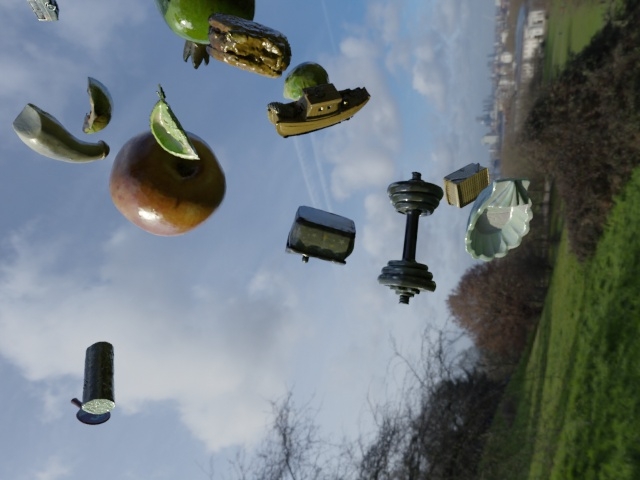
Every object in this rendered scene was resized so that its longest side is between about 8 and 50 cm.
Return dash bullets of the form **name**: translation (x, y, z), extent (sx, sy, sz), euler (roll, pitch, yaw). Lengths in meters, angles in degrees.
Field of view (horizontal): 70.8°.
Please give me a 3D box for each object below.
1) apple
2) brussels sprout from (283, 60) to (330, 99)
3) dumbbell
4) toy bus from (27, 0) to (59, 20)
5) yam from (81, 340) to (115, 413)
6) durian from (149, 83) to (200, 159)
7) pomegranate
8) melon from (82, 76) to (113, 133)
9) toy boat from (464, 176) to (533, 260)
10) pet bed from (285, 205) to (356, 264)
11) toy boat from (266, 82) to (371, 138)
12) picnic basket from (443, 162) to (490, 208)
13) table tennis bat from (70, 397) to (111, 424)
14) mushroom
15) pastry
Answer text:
- **apple**: translation (-0.525, -0.212, 1.609), extent (0.400, 0.333, 0.400), euler (29, -127, -46)
- **brussels sprout**: translation (-0.043, -0.506, 1.437), extent (0.151, 0.149, 0.122), euler (-93, 7, -76)
- **dumbbell**: translation (0.273, -0.009, 1.366), extent (0.179, 0.179, 0.406), euler (26, -110, -68)
- **toy bus**: translation (-0.688, -0.608, 1.087), extent (0.166, 0.065, 0.047), euler (106, 157, -69)
- **yam**: translation (-0.510, 0.315, 1.036), extent (0.169, 0.068, 0.068), euler (-121, 11, -47)
- **durian**: translation (-0.402, -0.313, 1.227), extent (0.086, 0.100, 0.215), euler (-49, -56, -37)
- **pomegranate**: translation (-0.359, -0.695, 1.399), extent (0.358, 0.309, 0.216), euler (116, 144, -42)
- **melon**: translation (-0.625, -0.365, 1.280), extent (0.079, 0.128, 0.160), euler (3, -57, -36)
- **toy boat**: translation (0.514, -0.071, 1.324), extent (0.100, 0.199, 0.290), euler (-107, 14, -46)
- **pet bed**: translation (0.000, 0.000, 1.473), extent (0.183, 0.210, 0.159), euler (-94, 21, -70)
- **toy boat**: translation (0.001, -0.390, 1.301), extent (0.089, 0.321, 0.121), euler (61, 158, 23)
- **picnic basket**: translation (0.542, -0.204, 1.670), extent (0.164, 0.079, 0.115), euler (-28, -55, -13)
- **table tennis bat**: translation (-0.739, 0.544, 1.435), extent (0.098, 0.154, 0.019), euler (-4, -68, -63)
- **mushroom**: translation (-0.731, -0.280, 1.284), extent (0.103, 0.118, 0.270), euler (51, -173, 19)
- **pastry**: translation (-0.194, -0.524, 1.239), extent (0.240, 0.235, 0.132), euler (-4, -53, -35)
